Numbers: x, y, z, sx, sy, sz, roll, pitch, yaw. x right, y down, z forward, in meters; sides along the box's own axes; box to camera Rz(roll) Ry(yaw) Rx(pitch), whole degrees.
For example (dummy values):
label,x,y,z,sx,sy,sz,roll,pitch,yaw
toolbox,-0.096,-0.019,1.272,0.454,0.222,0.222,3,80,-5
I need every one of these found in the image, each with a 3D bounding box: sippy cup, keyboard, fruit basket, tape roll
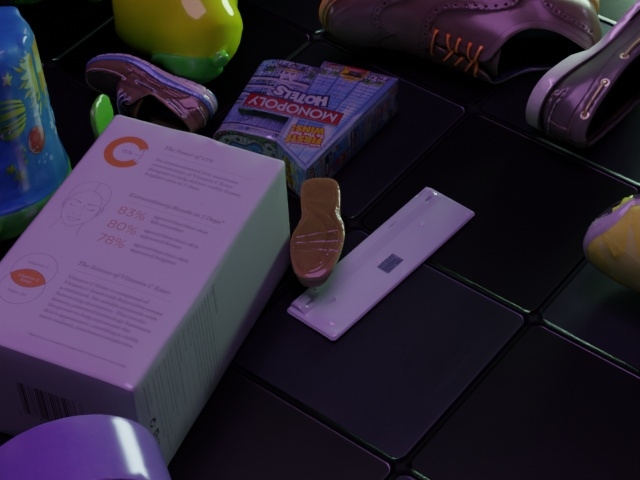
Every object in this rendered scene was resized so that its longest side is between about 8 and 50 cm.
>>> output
label,x,y,z,sx,sy,sz,roll,pitch,yaw
sippy cup,-0.409,-0.149,1.827,0.305,0.224,0.240,-13,38,-21
keyboard,0.072,0.023,1.816,0.072,0.014,0.256,35,57,24
fruit basket,-0.220,-0.368,2.088,0.392,0.283,0.392,1,86,-16
tape roll,-0.230,0.254,1.484,0.189,0.189,0.080,-16,48,-13

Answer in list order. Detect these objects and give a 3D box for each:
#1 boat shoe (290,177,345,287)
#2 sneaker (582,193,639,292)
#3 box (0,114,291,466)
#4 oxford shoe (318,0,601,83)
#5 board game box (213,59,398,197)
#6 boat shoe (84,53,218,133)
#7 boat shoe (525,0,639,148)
label,x,y,z,sx,sy,sz,roll,pitch,yaw
boat shoe,0.000,0.000,1.807,0.063,0.059,0.170,1,41,7
sneaker,0.455,0.060,1.671,0.385,0.145,0.147,19,49,21
box,-0.199,0.055,1.689,0.215,0.168,0.345,17,50,18
oxford shoe,0.180,-0.275,2.020,0.364,0.130,0.132,-2,52,1
board game box,-0.027,-0.141,1.943,0.194,0.060,0.194,15,48,16
boat shoe,-0.224,-0.182,1.988,0.183,0.066,0.066,17,51,18
boat shoe,0.389,-0.218,1.968,0.305,0.109,0.091,-38,56,-21
